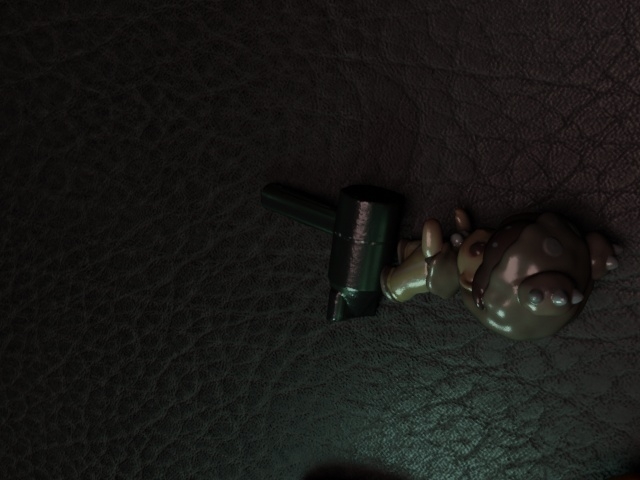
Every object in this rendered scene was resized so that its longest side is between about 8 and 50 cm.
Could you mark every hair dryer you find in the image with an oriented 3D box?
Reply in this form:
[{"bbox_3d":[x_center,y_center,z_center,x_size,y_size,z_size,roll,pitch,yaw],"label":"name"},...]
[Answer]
[{"bbox_3d":[0.000,0.000,1.601,0.302,0.116,0.244,23,112,34],"label":"hair dryer"}]

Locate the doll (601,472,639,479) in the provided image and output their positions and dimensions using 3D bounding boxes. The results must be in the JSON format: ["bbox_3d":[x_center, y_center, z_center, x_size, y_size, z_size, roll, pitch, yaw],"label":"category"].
[{"bbox_3d":[0.551,0.450,1.368,0.270,0.162,0.166,-9,97,32],"label":"doll"}]

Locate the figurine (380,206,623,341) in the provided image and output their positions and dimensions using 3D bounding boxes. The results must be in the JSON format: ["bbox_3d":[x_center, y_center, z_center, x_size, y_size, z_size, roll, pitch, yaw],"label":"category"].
[{"bbox_3d":[0.274,0.053,1.399,0.381,0.248,0.203,3,108,41],"label":"figurine"}]
